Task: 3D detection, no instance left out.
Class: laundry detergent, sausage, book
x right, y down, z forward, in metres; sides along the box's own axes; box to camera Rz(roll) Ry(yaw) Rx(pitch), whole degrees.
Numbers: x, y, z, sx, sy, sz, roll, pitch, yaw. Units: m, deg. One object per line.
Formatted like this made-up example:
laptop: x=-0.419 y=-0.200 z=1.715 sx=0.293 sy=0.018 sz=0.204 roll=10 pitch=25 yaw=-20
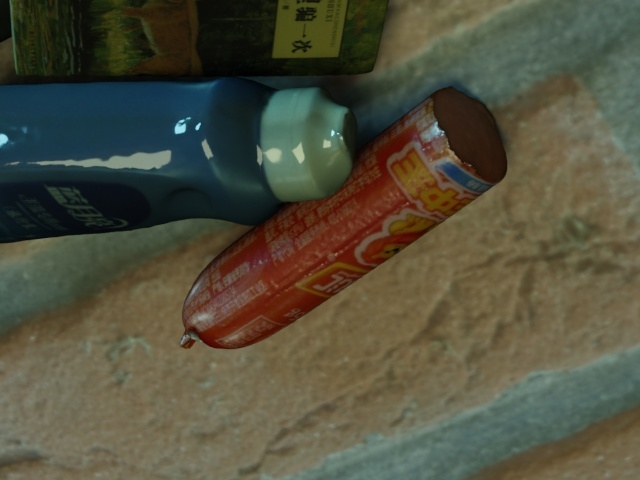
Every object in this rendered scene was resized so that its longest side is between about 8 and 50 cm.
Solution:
laundry detergent: x=-0.110 y=-0.050 z=1.014 sx=0.289 sy=0.094 sz=0.143 roll=-1 pitch=157 yaw=20
sausage: x=0.000 y=0.000 z=1.049 sx=0.274 sy=0.074 sz=0.074 roll=-35 pitch=104 yaw=29
book: x=-0.071 y=-0.156 z=0.935 sx=0.228 sy=0.024 sz=0.160 roll=0 pitch=146 yaw=-8

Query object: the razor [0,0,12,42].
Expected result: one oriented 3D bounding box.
razor: x=-0.176 y=-0.233 z=0.953 sx=0.326 sy=0.107 sz=0.189 roll=-24 pitch=110 yaw=26
